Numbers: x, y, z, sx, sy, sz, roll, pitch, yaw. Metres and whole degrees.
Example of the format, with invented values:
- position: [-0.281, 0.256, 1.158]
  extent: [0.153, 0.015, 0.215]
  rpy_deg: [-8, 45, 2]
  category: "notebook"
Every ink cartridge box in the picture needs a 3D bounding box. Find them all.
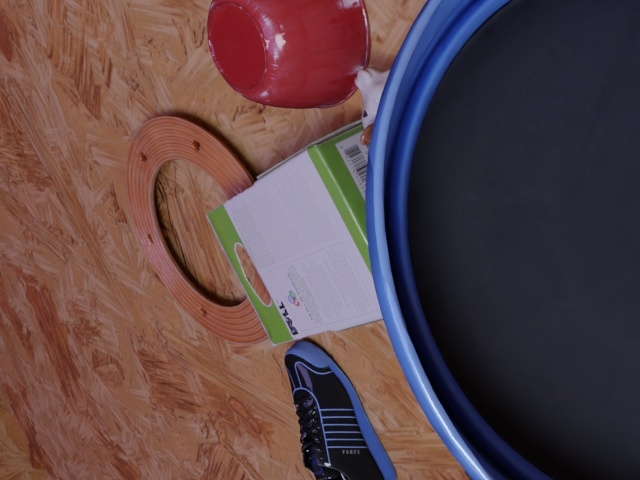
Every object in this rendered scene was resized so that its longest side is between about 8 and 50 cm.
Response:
- position: [0.000, 0.000, 0.909]
  extent: [0.255, 0.097, 0.189]
  rpy_deg: [-23, 96, 54]
  category: "ink cartridge box"

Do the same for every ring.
- position: [-0.156, -0.012, 1.131]
  extent: [0.336, 0.032, 0.337]
  rpy_deg: [26, 130, 36]
  category: "ring"

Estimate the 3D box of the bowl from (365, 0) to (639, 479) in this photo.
- position: [0.212, -0.012, 0.450]
  extent: [0.391, 0.391, 0.077]
  rpy_deg: [59, 169, 2]
  category: "bowl"

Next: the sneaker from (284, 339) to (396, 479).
- position: [0.008, 0.244, 1.059]
  extent: [0.232, 0.090, 0.081]
  rpy_deg: [58, 142, 2]
  category: "sneaker"

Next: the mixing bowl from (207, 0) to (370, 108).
- position: [-0.049, -0.207, 0.829]
  extent: [0.181, 0.098, 0.182]
  rpy_deg: [27, 130, 36]
  category: "mixing bowl"

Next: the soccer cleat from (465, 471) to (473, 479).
- position: [0.221, 0.197, 0.795]
  extent: [0.121, 0.093, 0.289]
  rpy_deg: [31, 137, 24]
  category: "soccer cleat"

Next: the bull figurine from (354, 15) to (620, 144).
- position: [0.112, -0.113, 0.640]
  extent: [0.310, 0.101, 0.189]
  rpy_deg: [-119, 33, -56]
  category: "bull figurine"
